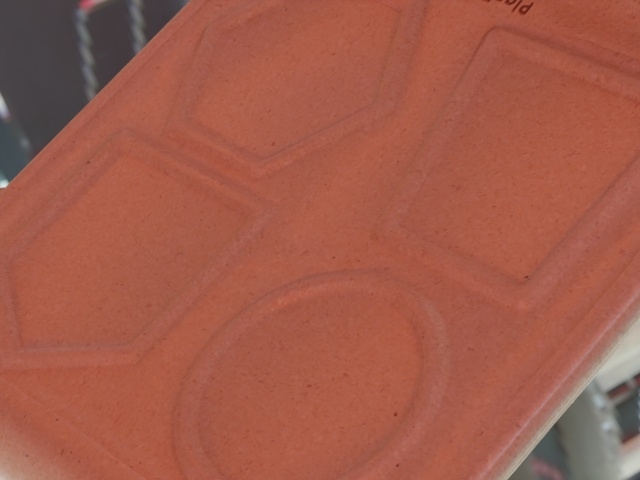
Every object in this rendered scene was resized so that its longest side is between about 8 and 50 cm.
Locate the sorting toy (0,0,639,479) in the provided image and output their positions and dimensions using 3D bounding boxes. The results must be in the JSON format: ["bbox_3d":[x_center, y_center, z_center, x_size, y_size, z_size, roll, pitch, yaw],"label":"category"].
[{"bbox_3d":[0.000,0.000,0.506,0.193,0.208,0.038,27,163,43],"label":"sorting toy"}]

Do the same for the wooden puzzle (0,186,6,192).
[{"bbox_3d":[-0.150,0.003,1.114,0.014,0.116,0.078,146,121,-74],"label":"wooden puzzle"}]
